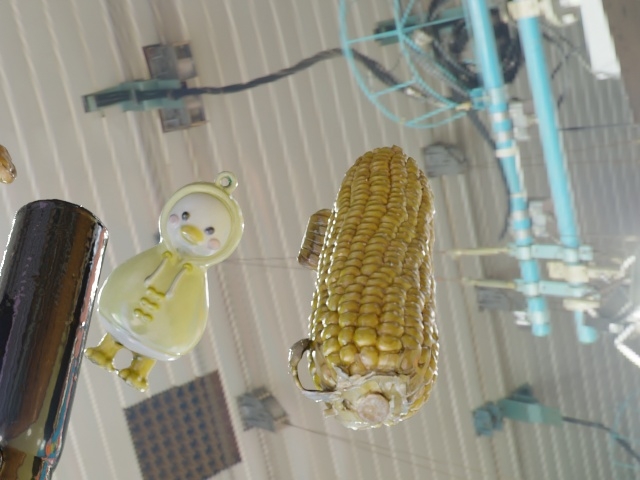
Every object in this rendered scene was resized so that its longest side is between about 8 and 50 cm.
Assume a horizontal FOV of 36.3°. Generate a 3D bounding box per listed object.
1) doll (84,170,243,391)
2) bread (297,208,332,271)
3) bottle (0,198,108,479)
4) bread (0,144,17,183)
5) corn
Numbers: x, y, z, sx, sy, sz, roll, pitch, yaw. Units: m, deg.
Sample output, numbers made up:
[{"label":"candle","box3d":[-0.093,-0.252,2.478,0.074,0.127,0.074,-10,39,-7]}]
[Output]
[{"label":"doll","box3d":[-0.188,0.043,1.226,0.141,0.117,0.296,30,-79,6]},{"label":"bread","box3d":[0.000,0.000,1.328,0.033,0.049,0.088,-24,-46,-78]},{"label":"bottle","box3d":[-0.204,0.084,0.681,0.082,0.072,0.245,85,-174,-55]},{"label":"bread","box3d":[-0.309,-0.098,0.889,0.024,0.110,0.110,-28,-71,-8]},{"label":"corn","box3d":[0.043,0.028,0.769,0.106,0.106,0.293,52,-154,-26]}]
